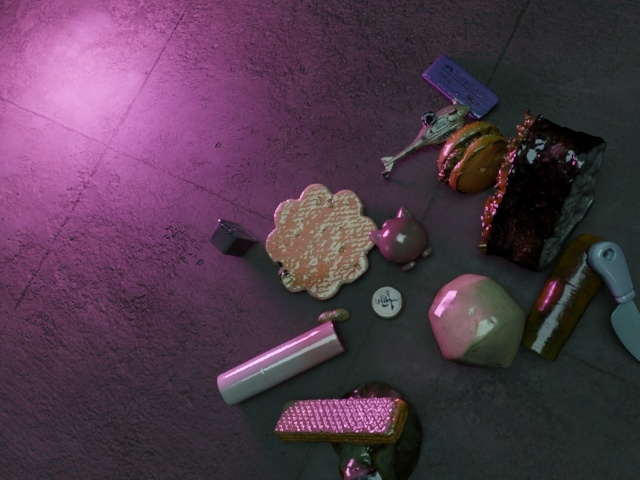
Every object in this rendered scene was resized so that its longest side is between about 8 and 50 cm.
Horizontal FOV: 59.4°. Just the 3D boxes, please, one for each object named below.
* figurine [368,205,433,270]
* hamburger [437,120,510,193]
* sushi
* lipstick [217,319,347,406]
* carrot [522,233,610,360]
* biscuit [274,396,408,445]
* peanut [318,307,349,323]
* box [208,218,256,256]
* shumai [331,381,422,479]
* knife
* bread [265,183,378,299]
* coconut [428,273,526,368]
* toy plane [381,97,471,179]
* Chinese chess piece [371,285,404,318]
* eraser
[{"bbox_3d":[0.206,-0.001,1.408,0.125,0.125,0.138,-41,86,1],"label":"figurine"},{"bbox_3d":[0.374,-0.202,1.386,0.191,0.182,0.118,-40,54,10],"label":"hamburger"},{"bbox_3d":[0.510,-0.103,1.301,0.207,0.234,0.348,29,111,31],"label":"sushi"},{"bbox_3d":[-0.097,0.309,1.411,0.327,0.087,0.087,-27,71,6],"label":"lipstick"},{"bbox_3d":[0.563,0.127,1.283,0.114,0.114,0.302,31,88,20],"label":"carrot"},{"bbox_3d":[0.034,0.405,1.260,0.379,0.054,0.094,-17,35,43],"label":"biscuit"},{"bbox_3d":[0.034,0.195,1.437,0.083,0.037,0.037,-18,72,8],"label":"peanut"},{"bbox_3d":[-0.241,-0.005,1.520,0.084,0.122,0.069,42,100,22],"label":"box"},{"bbox_3d":[0.118,0.452,1.261,0.222,0.203,0.272,-18,68,8],"label":"shumai"},{"bbox_3d":[0.666,0.156,1.221,0.080,0.044,0.331,-26,96,-6],"label":"knife"},{"bbox_3d":[0.000,0.000,1.488,0.316,0.054,0.316,-4,75,14],"label":"bread"},{"bbox_3d":[0.355,0.194,1.271,0.224,0.224,0.224,-4,75,13],"label":"coconut"},{"bbox_3d":[0.275,-0.265,1.474,0.286,0.092,0.108,-31,80,7],"label":"toy plane"},{"bbox_3d":[0.170,0.156,1.413,0.084,0.034,0.084,-4,74,14],"label":"Chinese chess piece"},{"bbox_3d":[0.375,-0.415,1.513,0.082,0.036,0.225,-43,70,2],"label":"eraser"}]
